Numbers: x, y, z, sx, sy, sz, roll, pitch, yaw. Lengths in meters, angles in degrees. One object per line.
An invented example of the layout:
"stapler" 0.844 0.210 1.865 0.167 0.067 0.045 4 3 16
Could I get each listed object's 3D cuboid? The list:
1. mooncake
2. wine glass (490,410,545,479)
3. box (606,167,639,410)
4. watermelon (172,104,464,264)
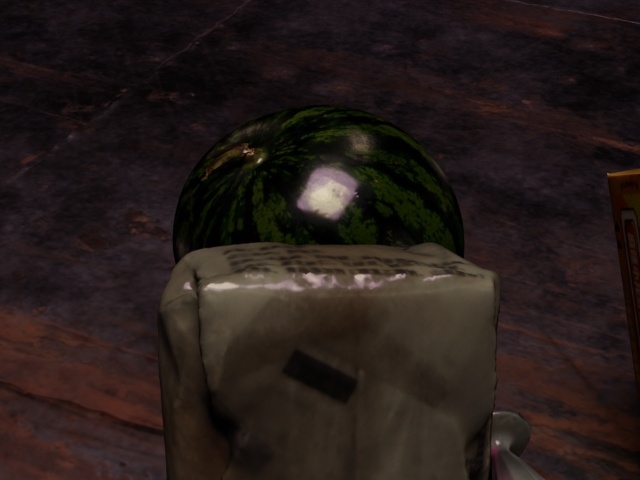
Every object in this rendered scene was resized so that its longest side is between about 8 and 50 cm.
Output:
"mooncake" 0.007 0.125 0.835 0.255 0.250 0.136 -2 15 -14
"wine glass" 0.157 0.206 0.877 0.073 0.073 0.155 -6 32 -13
"box" 0.376 0.067 0.832 0.214 0.283 0.259 -9 2 -21
"watermelon" 0.002 0.004 1.015 0.269 0.269 0.269 2 34 -1
